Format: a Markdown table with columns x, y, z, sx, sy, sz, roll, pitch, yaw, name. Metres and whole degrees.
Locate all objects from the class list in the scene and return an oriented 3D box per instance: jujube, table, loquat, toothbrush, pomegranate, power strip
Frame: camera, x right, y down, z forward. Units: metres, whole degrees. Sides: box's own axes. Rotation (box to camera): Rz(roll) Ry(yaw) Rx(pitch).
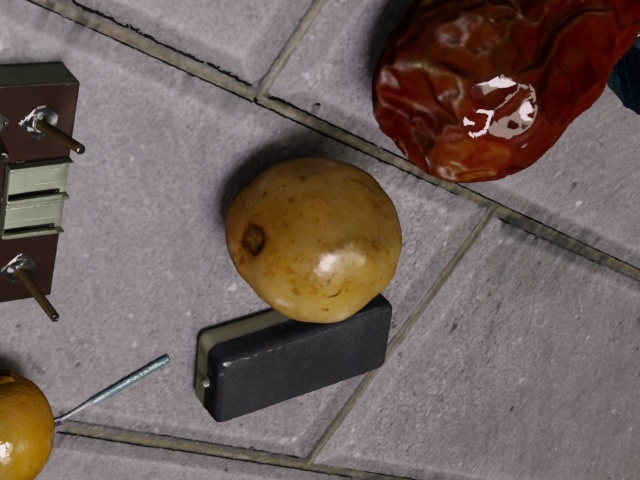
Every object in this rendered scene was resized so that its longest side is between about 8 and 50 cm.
| x | y | z | sx | sy | sz | roll | pitch | yaw | name |
| --- | --- | --- | --- | --- | --- | --- | --- | --- | --- |
| 0.216 | -0.208 | 1.322 | 0.342 | 0.216 | 0.216 | -42 | 142 | -23 | jujube |
| -0.283 | -0.029 | 1.133 | 0.121 | 0.111 | 0.240 | -10 | 129 | -34 | table |
| -0.340 | 0.197 | 1.263 | 0.141 | 0.141 | 0.141 | -22 | 135 | -23 | loquat |
| -0.243 | 0.177 | 1.413 | 0.167 | 0.014 | 0.011 | -30 | 129 | -15 | toothbrush |
| 0.000 | 0.000 | 1.333 | 0.196 | 0.196 | 0.196 | -22 | 135 | -23 | pomegranate |
| -0.036 | 0.133 | 1.502 | 0.257 | 0.070 | 0.105 | -17 | 130 | -30 | power strip |

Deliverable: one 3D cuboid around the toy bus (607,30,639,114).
| x | y | z | sx | sy | sz | roll | pitch | yaw | name |
| --- | --- | --- | --- | --- | --- | --- | --- | --- | --- |
| 0.495 | -0.278 | 1.481 | 0.323 | 0.194 | 0.162 | -39 | 140 | -10 | toy bus |
